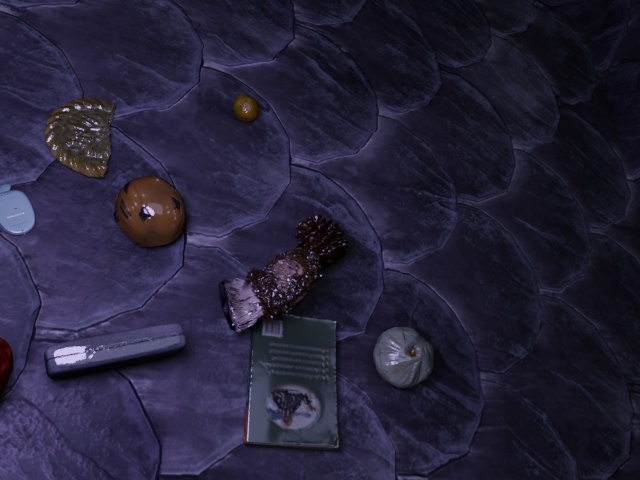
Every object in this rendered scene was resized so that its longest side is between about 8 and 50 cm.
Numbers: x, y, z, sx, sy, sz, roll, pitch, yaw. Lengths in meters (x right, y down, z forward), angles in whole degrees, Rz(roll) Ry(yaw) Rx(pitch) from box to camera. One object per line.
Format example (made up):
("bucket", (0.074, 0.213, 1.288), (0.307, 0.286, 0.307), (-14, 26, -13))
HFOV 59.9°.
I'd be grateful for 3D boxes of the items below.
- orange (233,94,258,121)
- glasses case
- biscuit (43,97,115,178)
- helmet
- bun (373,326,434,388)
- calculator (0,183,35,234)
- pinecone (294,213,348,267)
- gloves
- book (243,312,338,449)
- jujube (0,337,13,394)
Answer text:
("orange", (-0.251, -0.443, 1.858), (0.085, 0.085, 0.095), (-21, 70, -31))
("glasses case", (-0.497, 0.271, 1.365), (0.323, 0.131, 0.074), (-7, 70, -27))
("biscuit", (-0.700, -0.311, 1.615), (0.187, 0.036, 0.273), (4, 64, -23))
("helmet", (-0.471, -0.097, 1.562), (0.198, 0.130, 0.224), (-20, 74, -34))
("bun", (0.262, 0.350, 1.688), (0.196, 0.118, 0.195), (13, 59, -22))
("calculator", (-0.811, -0.083, 1.461), (0.095, 0.021, 0.153), (-24, 81, -32))
("pinecone", (-0.006, -0.005, 1.718), (0.163, 0.163, 0.165), (-19, 64, -31))
("gloves", (-0.134, 0.130, 1.577), (0.313, 0.210, 0.135), (-21, 115, -7))
("book", (-0.075, 0.386, 1.561), (0.261, 0.043, 0.370), (11, 61, -17))
("jujube", (-0.778, 0.312, 1.194), (0.174, 0.174, 0.250), (29, 54, -10))
